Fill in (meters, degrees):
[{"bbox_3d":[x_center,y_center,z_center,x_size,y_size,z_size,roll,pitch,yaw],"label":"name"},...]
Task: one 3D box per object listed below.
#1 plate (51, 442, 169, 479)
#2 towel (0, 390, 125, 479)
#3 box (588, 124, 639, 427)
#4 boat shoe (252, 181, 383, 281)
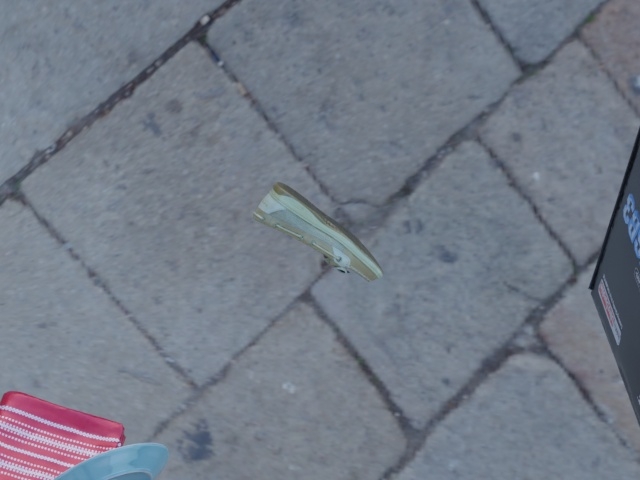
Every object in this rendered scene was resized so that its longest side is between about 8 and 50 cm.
[{"bbox_3d":[-0.266,0.305,1.504,0.188,0.188,0.024,-19,64,-21],"label":"plate"},{"bbox_3d":[-0.406,0.347,1.788,0.198,0.031,0.275,19,43,-6],"label":"towel"},{"bbox_3d":[0.314,0.019,1.014,0.073,0.296,0.293,5,127,-6],"label":"box"},{"bbox_3d":[0.000,0.000,1.312,0.153,0.056,0.048,37,99,-19],"label":"boat shoe"}]
